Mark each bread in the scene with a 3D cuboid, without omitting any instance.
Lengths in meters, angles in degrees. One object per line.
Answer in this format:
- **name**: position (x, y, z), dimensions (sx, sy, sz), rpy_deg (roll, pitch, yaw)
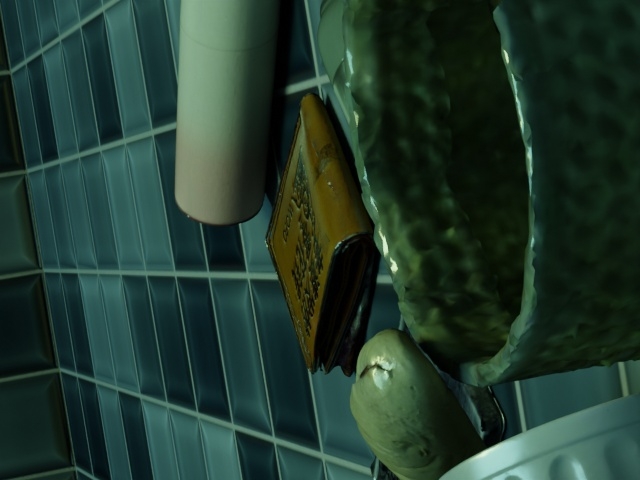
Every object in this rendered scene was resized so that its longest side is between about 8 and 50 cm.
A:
- **bread**: position (0.056, 0.109, 1.059), dimensions (0.073, 0.053, 0.214), rpy_deg (56, 179, 33)

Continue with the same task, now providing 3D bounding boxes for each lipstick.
- **lipstick**: position (-0.082, -0.160, 1.703), dimensions (0.087, 0.087, 0.327), rpy_deg (-116, 23, -43)

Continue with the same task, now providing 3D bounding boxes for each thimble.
- **thimble**: position (0.120, -0.066, 0.985), dimensions (0.271, 0.150, 0.271), rpy_deg (170, 90, -73)

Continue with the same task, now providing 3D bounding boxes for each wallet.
- **wallet**: position (-0.003, 0.001, 1.610), dimensions (0.195, 0.042, 0.161), rpy_deg (101, 154, -50)

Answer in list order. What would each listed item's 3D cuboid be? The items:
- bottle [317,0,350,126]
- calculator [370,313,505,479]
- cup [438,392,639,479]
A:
- **bottle**: position (0.067, -0.068, 1.297), dimensions (0.096, 0.079, 0.254), rpy_deg (37, -154, -54)
- **calculator**: position (0.083, 0.161, 1.459), dimensions (0.262, 0.021, 0.161), rpy_deg (98, 155, -46)
- **cup**: position (0.174, 0.194, 0.988), dimensions (0.221, 0.167, 0.202), rpy_deg (31, -141, -67)
